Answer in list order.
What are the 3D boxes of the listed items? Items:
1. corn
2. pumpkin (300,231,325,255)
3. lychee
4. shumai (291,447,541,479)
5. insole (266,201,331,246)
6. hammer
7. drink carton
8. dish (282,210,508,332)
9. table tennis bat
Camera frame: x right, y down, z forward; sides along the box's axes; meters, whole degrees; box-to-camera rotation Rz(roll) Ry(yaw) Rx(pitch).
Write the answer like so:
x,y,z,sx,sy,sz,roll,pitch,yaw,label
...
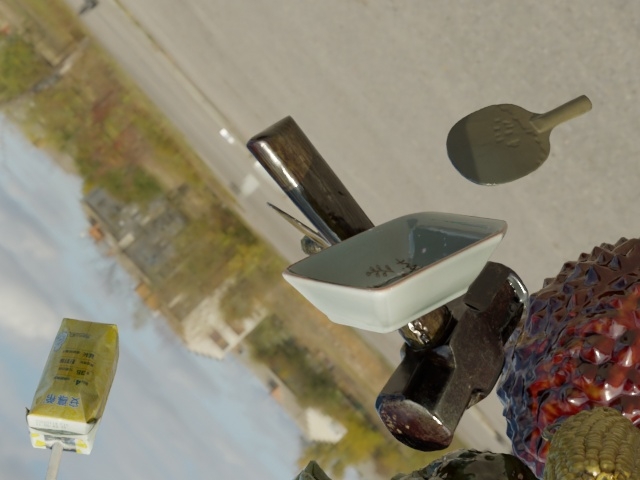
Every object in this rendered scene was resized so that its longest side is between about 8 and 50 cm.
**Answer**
x,y,z,sx,sy,sz,roll,pitch,yaw,label
0.254,0.211,1.063,0.106,0.106,0.293,46,-172,10,corn
0.006,0.008,1.950,0.028,0.083,0.050,-86,-24,-59,pumpkin
0.458,0.227,1.659,0.424,0.500,0.424,16,-157,-7,lychee
0.079,0.397,1.400,0.348,0.395,0.395,14,158,34,shumai
0.000,0.000,1.455,0.111,0.007,0.328,31,178,17,insole
0.061,0.023,1.306,0.409,0.242,0.095,49,142,-17,hammer
-0.278,0.180,1.277,0.200,0.084,0.074,-82,1,-47,drink carton
0.093,0.030,1.193,0.154,0.234,0.064,9,117,49,dish
0.296,-0.156,1.696,0.131,0.234,0.022,59,166,26,table tennis bat
